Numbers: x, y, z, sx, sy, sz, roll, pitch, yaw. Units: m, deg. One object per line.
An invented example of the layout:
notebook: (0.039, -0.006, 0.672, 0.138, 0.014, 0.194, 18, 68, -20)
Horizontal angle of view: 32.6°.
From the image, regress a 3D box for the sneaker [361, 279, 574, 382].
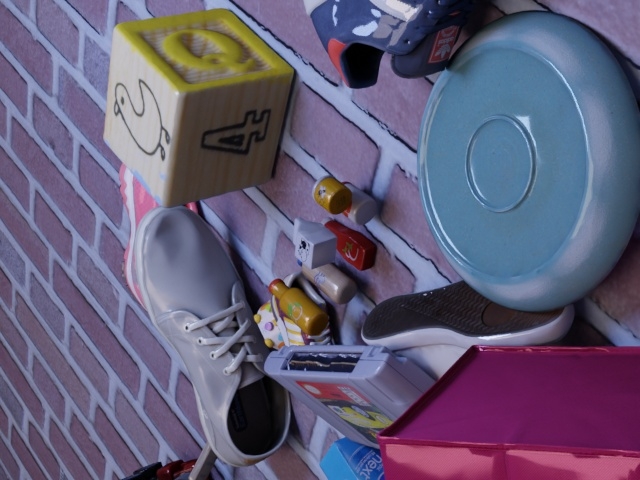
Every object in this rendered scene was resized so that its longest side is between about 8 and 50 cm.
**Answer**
sneaker: (0.189, 0.111, 1.276, 0.290, 0.106, 0.123, -10, 131, 48)

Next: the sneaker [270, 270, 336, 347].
sneaker: (-0.013, 0.134, 1.572, 0.185, 0.070, 0.084, 60, 150, 17)

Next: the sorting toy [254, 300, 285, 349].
sorting toy: (-0.056, 0.119, 1.662, 0.075, 0.045, 0.083, -37, 73, 35)

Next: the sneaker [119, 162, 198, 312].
sneaker: (-0.259, 0.002, 1.825, 0.136, 0.116, 0.313, 14, 116, 50)

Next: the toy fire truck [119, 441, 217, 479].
toy fire truck: (-0.247, 0.435, 1.977, 0.246, 0.217, 0.158, -20, 87, 14)

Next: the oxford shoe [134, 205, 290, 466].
oxford shoe: (-0.155, 0.151, 1.702, 0.130, 0.169, 0.449, -1, 111, 58)

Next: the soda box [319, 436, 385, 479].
soda box: (0.087, 0.374, 1.538, 0.210, 0.067, 0.071, 54, 142, 24)

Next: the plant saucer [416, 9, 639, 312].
plant saucer: (0.198, -0.080, 1.145, 0.318, 0.044, 0.317, 10, 103, 54)

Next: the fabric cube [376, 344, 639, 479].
fabric cube: (0.231, 0.262, 1.049, 0.259, 0.254, 0.258, -3, 105, 31)

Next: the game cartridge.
game cartridge: (0.067, 0.209, 1.414, 0.196, 0.060, 0.294, 37, 159, -22)

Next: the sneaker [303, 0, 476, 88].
sneaker: (0.125, -0.257, 1.134, 0.350, 0.131, 0.148, -20, 88, 54)

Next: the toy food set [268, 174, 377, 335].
toy food set: (0.000, 0.000, 1.453, 0.104, 0.111, 0.232, 39, 137, 39)

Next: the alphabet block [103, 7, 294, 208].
alphabet block: (-0.177, -0.191, 1.550, 0.192, 0.193, 0.197, 44, 137, 33)
